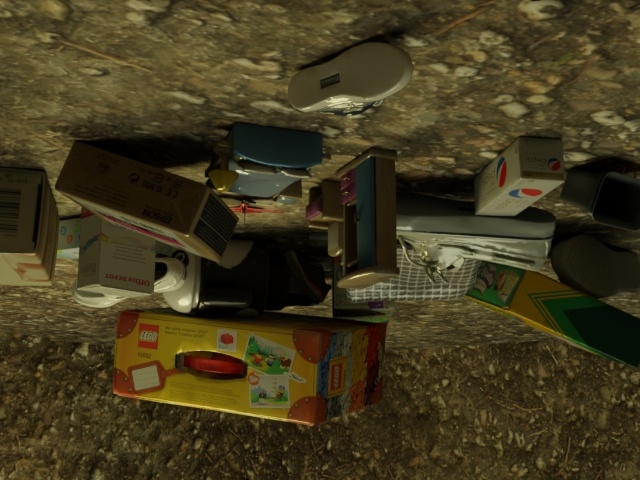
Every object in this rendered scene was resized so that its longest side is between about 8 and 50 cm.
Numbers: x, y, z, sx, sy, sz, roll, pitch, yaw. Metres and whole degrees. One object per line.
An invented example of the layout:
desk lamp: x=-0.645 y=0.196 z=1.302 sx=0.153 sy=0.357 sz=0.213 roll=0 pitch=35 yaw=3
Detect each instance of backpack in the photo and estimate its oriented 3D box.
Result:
backpack: x=-0.096 y=0.104 z=2.250 sx=0.152 sy=0.115 sz=0.182 roll=-16 pitch=161 yaw=33

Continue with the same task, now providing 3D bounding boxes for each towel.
towel: x=0.174 y=0.030 z=1.830 sx=0.283 sy=0.121 sz=0.235 roll=-1 pitch=154 yaw=1

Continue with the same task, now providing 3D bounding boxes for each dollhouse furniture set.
dollhouse furniture set: x=-0.063 y=-0.034 z=1.481 sx=0.303 sy=0.198 sz=0.286 roll=6 pitch=165 yaw=-22

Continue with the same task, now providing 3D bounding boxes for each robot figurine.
robot figurine: x=-0.208 y=0.077 z=2.022 sx=0.278 sy=0.173 sz=0.209 roll=3 pitch=163 yaw=-14

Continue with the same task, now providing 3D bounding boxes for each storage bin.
storage bin: x=0.468 y=-0.081 z=1.538 sx=0.135 sy=0.098 sz=0.091 roll=9 pitch=-168 yaw=-36

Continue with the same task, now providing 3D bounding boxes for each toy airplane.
toy airplane: x=-0.140 y=-0.059 z=1.745 sx=0.151 sy=0.028 sz=0.151 roll=2 pitch=167 yaw=0

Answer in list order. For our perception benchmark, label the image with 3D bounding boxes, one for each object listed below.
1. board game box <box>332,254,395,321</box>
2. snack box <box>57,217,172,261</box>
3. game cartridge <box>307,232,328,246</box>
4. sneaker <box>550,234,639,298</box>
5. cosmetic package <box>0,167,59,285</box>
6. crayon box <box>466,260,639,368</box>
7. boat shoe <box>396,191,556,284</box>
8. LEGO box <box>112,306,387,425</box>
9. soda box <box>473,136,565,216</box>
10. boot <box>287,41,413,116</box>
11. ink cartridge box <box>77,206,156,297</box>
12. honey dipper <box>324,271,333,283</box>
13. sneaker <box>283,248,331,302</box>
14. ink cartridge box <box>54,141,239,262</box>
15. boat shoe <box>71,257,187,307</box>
board game box: x=0.100 y=0.116 z=2.236 sx=0.144 sy=0.142 sz=0.275 roll=0 pitch=167 yaw=1
snack box: x=-0.436 y=0.000 z=1.909 sx=0.207 sy=0.070 sz=0.174 roll=-6 pitch=167 yaw=29
game cartridge: x=0.000 y=0.000 z=2.023 sx=0.056 sy=0.017 sz=0.083 roll=2 pitch=167 yaw=7
sneaker: x=0.583 y=0.078 z=2.087 sx=0.150 sy=0.135 sz=0.366 roll=-15 pitch=159 yaw=39
cosmetic package: x=-0.547 y=-0.017 z=1.667 sx=0.129 sy=0.153 sz=0.296 roll=4 pitch=168 yaw=-11
crayon box: x=0.478 y=0.142 z=2.014 sx=0.313 sy=0.106 sz=0.363 roll=23 pitch=179 yaw=-13
boat shoe: x=0.222 y=0.009 z=1.653 sx=0.367 sy=0.156 sz=0.136 roll=4 pitch=-160 yaw=-3
LEGO box: x=-0.151 y=0.265 z=2.108 sx=0.500 sy=0.193 sz=0.372 roll=4 pitch=180 yaw=25
soda box: x=0.312 y=-0.097 z=1.487 sx=0.074 sy=0.069 sz=0.216 roll=2 pitch=166 yaw=-9
boot: x=0.054 y=-0.190 z=1.126 sx=0.086 sy=0.069 sz=0.190 roll=3 pitch=176 yaw=-45
ink cartridge box: x=-0.375 y=0.012 z=1.726 sx=0.072 sy=0.175 sz=0.127 roll=-12 pitch=162 yaw=41
honey dipper: x=0.078 y=0.094 z=2.395 sx=0.160 sy=0.030 sz=0.030 roll=-3 pitch=167 yaw=4
sneaker: x=-0.028 y=0.071 z=2.178 sx=0.061 sy=0.065 sz=0.158 roll=9 pitch=139 yaw=51
ink cartridge box: x=-0.267 y=-0.057 z=1.472 sx=0.234 sy=0.088 sz=0.193 roll=18 pitch=169 yaw=13
boat shoe: x=-0.406 y=0.075 z=1.913 sx=0.258 sy=0.095 sz=0.084 roll=-15 pitch=164 yaw=14
